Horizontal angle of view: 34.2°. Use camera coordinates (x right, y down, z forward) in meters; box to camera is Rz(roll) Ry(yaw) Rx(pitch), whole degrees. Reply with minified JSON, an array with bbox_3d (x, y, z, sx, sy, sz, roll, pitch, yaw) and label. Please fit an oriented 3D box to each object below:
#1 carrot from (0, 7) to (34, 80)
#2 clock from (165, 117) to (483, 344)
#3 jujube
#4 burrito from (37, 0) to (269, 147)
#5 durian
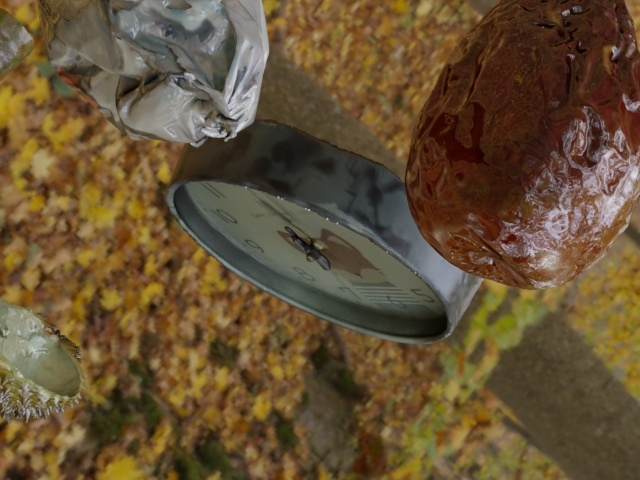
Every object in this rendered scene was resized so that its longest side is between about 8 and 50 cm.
[{"bbox_3d":[-0.553,-0.216,1.492,0.302,0.114,0.114,-44,171,-11],"label":"carrot"},{"bbox_3d":[0.000,0.000,1.022,0.325,0.325,0.067,107,9,-71],"label":"clock"},{"bbox_3d":[0.154,-0.083,0.732,0.168,0.168,0.236,111,1,-67],"label":"jujube"},{"bbox_3d":[-0.110,-0.163,0.652,0.139,0.101,0.445,-22,-145,1],"label":"burrito"},{"bbox_3d":[-0.336,0.133,1.149,0.252,0.144,0.139,32,62,-58],"label":"durian"}]
